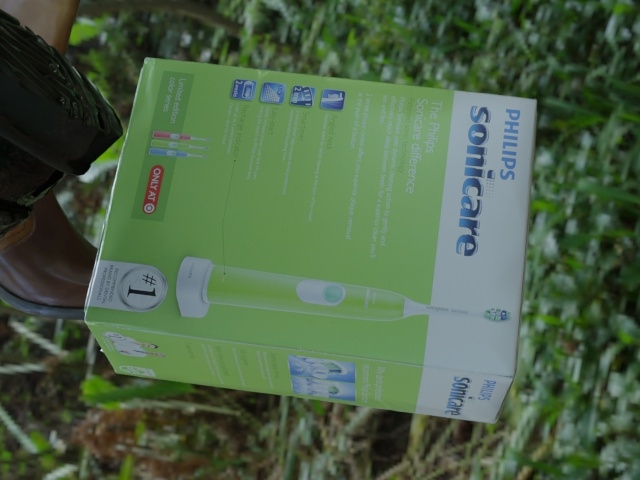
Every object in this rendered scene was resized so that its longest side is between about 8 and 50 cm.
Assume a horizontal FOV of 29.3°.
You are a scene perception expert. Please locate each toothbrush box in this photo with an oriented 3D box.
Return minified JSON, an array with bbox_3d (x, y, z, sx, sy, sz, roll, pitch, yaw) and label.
[{"bbox_3d":[0.000,0.000,0.868,0.122,0.283,0.206,83,-167,-66],"label":"toothbrush box"}]

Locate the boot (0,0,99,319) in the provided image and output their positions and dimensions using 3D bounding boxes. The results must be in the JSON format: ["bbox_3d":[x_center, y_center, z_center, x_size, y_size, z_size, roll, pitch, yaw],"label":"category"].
[{"bbox_3d":[-0.250,-0.085,1.111,0.096,0.264,0.280,-29,-44,-68],"label":"boot"}]

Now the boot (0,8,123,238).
[{"bbox_3d":[-0.305,-0.055,0.649,0.260,0.348,0.131,-43,36,11],"label":"boot"}]
